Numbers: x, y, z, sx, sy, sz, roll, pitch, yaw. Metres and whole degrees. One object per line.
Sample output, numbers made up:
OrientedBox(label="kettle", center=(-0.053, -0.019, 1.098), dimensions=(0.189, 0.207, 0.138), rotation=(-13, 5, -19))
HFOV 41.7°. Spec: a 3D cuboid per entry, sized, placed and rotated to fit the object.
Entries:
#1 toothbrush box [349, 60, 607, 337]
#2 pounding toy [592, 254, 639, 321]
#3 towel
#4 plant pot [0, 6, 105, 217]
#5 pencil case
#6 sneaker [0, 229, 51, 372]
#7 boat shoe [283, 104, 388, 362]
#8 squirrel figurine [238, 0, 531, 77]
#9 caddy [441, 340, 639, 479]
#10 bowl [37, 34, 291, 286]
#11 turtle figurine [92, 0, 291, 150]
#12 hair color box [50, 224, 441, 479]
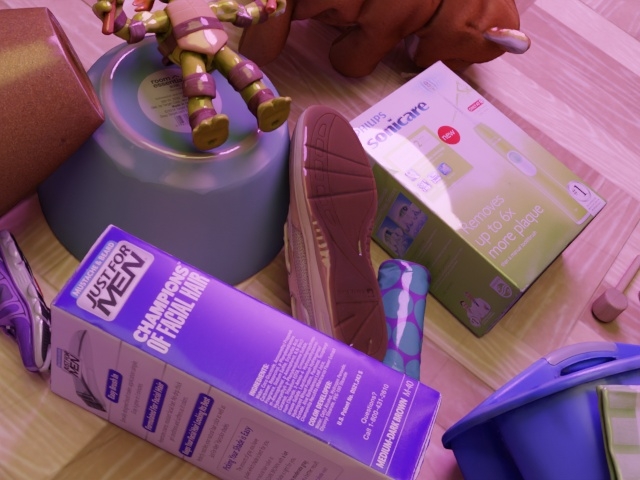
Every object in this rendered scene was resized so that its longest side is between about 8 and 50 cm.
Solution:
OrientedBox(label="toothbrush box", center=(0.173, -0.058, 1.043), dimensions=(0.283, 0.122, 0.206), rotation=(43, 55, 14))
OrientedBox(label="pounding toy", center=(0.456, 0.075, 1.061), dimensions=(0.205, 0.094, 0.181), rotation=(4, 57, -16))
OrientedBox(label="towel", center=(0.309, 0.177, 0.710), dimensions=(0.151, 0.023, 0.113), rotation=(4, 67, -18))
OrientedBox(label="plant pot", center=(-0.345, -0.113, 0.793), dimensions=(0.254, 0.237, 0.237), rotation=(-26, 67, -5))
OrientedBox(label="pencil case", center=(0.088, 0.097, 0.947), dimensions=(0.064, 0.070, 0.152), rotation=(-4, 54, 22))
OrientedBox(label="sneaker", center=(-0.315, 0.069, 0.850), dimensions=(0.071, 0.068, 0.170), rotation=(-27, 60, -14))
OrientedBox(label="boat shoe", center=(0.000, 0.000, 0.926), dimensions=(0.109, 0.098, 0.303), rotation=(4, 71, -40))
OrientedBox(label="squirrel figurine", center=(0.132, -0.375, 1.085), dimensions=(0.370, 0.397, 0.281), rotation=(18, 43, -21))
OrientedBox(label="caddy", center=(0.291, 0.187, 0.846), dimensions=(0.341, 0.241, 0.179), rotation=(-8, 65, -23))
OrientedBox(label="bowl", center=(-0.158, -0.111, 0.948), dimensions=(0.311, 0.163, 0.312), rotation=(9, 55, -13))
OrientedBox(label="turtle figurine", center=(-0.135, -0.200, 0.859), dimensions=(0.269, 0.087, 0.217), rotation=(-15, 70, -35))
OrientedBox(label="hair color box", center=(-0.080, 0.142, 0.790), dimensions=(0.338, 0.185, 0.110), rotation=(26, 53, 0))
